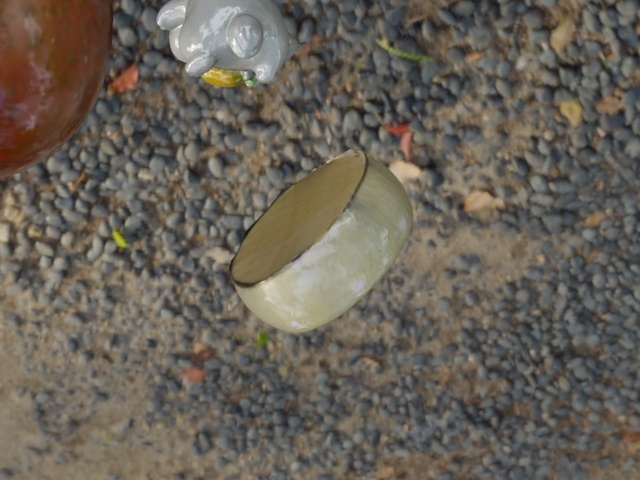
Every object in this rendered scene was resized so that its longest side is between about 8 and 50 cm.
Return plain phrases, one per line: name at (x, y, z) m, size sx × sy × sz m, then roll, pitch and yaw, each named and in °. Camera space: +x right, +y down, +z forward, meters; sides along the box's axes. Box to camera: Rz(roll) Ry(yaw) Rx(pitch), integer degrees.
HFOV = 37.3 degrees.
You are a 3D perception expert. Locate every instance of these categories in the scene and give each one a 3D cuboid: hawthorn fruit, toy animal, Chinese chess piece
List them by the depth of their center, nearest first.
hawthorn fruit at (-0.294, -0.157, 0.792) m, size 0.235 × 0.231 × 0.263 m, roll 17°, pitch 89°, yaw -52°
Chinese chess piece at (0.000, 0.000, 1.229) m, size 0.257 × 0.257 × 0.104 m, roll -37°, pitch 111°, yaw 21°
toy animal at (-0.128, -0.308, 1.406) m, size 0.208 × 0.325 × 0.154 m, roll 12°, pitch 106°, yaw 10°

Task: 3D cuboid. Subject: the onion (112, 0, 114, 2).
onion at (-0.437, -0.458, 1.301) m, size 0.398 × 0.420 × 0.398 m, roll 25°, pitch 151°, yaw 15°
